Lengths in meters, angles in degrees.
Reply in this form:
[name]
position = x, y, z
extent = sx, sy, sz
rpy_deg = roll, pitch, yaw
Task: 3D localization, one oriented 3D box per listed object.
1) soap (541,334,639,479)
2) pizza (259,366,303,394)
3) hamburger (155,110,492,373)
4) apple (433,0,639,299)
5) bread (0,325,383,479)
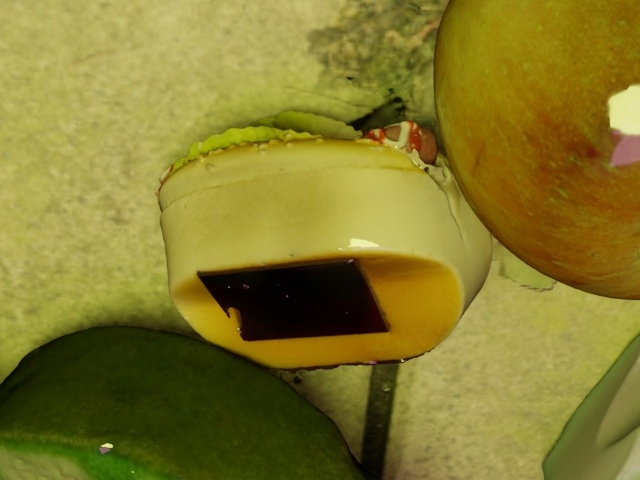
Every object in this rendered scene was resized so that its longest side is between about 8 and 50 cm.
[soap]
position = 0.327, 0.127, 0.847
extent = 0.208, 0.115, 0.347
rpy_deg = 37, 119, -23
[pizza]
position = -0.060, 0.182, 0.922
extent = 0.204, 0.080, 0.188
rpy_deg = -19, 112, 32
[hamburger]
position = 0.000, 0.000, 0.746
extent = 0.210, 0.116, 0.173
rpy_deg = -9, 137, 25
[apple]
position = 0.177, -0.087, 0.657
extent = 0.237, 0.207, 0.237
rpy_deg = -9, 141, -8
[bread]
position = -0.104, 0.234, 0.840
extent = 0.382, 0.129, 0.366
rpy_deg = 20, 132, 13
